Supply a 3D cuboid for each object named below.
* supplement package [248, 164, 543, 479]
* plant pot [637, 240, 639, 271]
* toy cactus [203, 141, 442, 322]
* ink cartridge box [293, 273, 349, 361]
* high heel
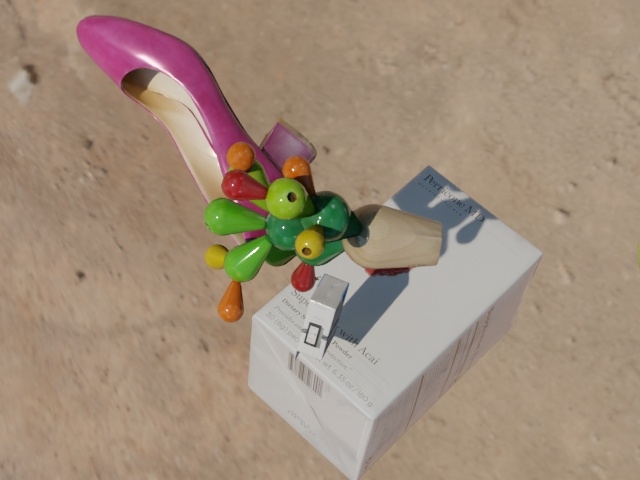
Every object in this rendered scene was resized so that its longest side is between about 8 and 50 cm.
[{"bbox_3d":[0.082,0.090,1.351,0.177,0.175,0.293,39,61,19],"label":"supplement package"},{"bbox_3d":[0.437,0.007,1.057,0.276,0.254,0.276,-27,130,-37],"label":"plant pot"},{"bbox_3d":[0.000,0.000,0.898,0.181,0.219,0.112,6,68,-2],"label":"toy cactus"},{"bbox_3d":[0.001,0.081,1.166,0.028,0.048,0.083,21,126,8],"label":"ink cartridge box"},{"bbox_3d":[-0.127,-0.095,1.033,0.244,0.082,0.117,36,59,-7],"label":"high heel"}]
